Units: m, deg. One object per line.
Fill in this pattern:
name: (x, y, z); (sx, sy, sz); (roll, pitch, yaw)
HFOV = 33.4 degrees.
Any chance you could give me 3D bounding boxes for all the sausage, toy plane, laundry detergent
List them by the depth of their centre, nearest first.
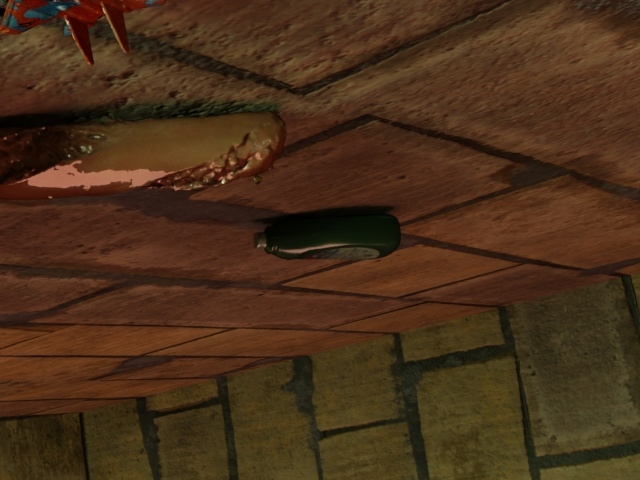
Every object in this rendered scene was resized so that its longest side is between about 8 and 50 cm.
toy plane: (-0.183, -0.173, 0.693); (0.130, 0.061, 0.189); (-13, 162, 21)
sausage: (-0.191, -0.082, 1.037); (0.327, 0.079, 0.087); (-6, -168, -15)
laundry detergent: (0.000, 0.000, 1.553); (0.211, 0.063, 0.137); (-3, 172, -23)
